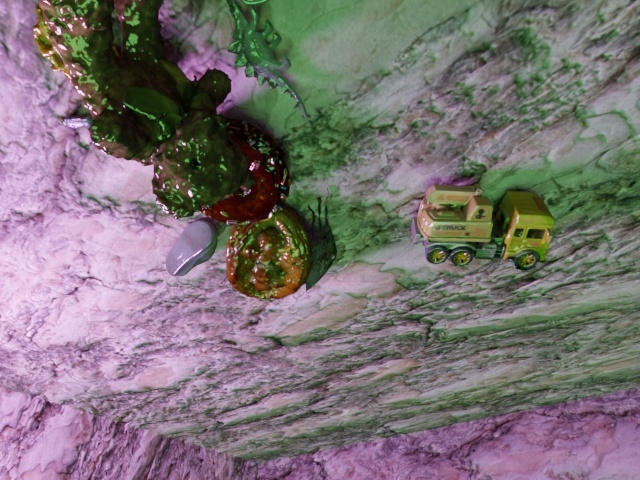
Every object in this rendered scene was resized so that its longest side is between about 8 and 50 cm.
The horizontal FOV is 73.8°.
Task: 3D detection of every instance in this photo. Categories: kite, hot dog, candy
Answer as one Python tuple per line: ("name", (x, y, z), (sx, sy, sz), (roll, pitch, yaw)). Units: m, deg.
("kite", (0.001, 0.000, 0.951), (0.015, 0.141, 0.245), (19, 136, 23))
("hot dog", (-0.117, 0.038, 0.985), (0.196, 0.122, 0.272), (1, 141, -9))
("candy", (-0.437, -0.219, 0.774), (0.083, 0.020, 0.030), (0, 139, 5))

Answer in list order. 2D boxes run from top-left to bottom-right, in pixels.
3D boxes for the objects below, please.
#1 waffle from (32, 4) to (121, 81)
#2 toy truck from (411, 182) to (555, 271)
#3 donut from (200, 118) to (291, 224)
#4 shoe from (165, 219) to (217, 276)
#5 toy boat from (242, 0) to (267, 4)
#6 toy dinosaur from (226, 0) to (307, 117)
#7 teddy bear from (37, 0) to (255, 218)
("waffle", (-0.342, -0.291, 0.665), (0.194, 0.051, 0.149), (29, 134, -27))
("toy truck", (0.333, -0.039, 0.880), (0.272, 0.124, 0.157), (3, 129, 3))
("donut", (-0.166, -0.132, 0.811), (0.234, 0.089, 0.235), (2, 138, 2))
("shoe", (-0.297, 0.020, 1.023), (0.195, 0.079, 0.078), (-39, 161, 28))
("toy boat", (-0.012, -0.384, 0.515), (0.260, 0.085, 0.078), (-29, 131, 31))
("toy dinosaur", (-0.084, -0.280, 0.672), (0.082, 0.039, 0.209), (-22, 123, 30))
("teddy bear", (-0.213, -0.196, 0.584), (0.222, 0.246, 0.296), (21, 130, 16))
